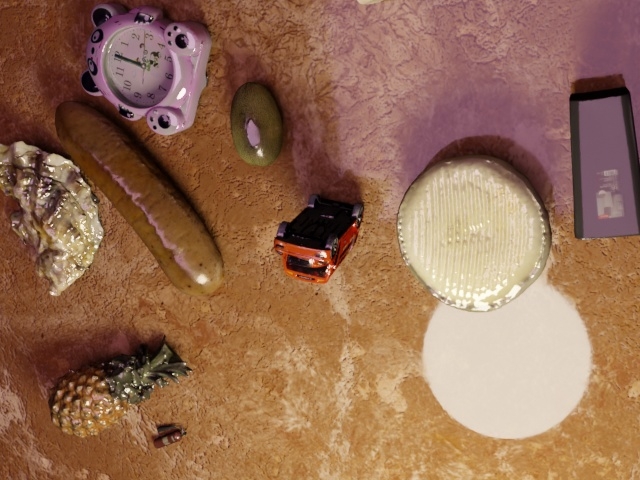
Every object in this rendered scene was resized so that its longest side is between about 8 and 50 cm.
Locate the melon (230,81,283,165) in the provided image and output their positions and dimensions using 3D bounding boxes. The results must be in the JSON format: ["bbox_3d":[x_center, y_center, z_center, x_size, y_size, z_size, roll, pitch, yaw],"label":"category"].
[{"bbox_3d":[-0.123,-0.223,1.535,0.099,0.099,0.162,-3,103,19],"label":"melon"}]

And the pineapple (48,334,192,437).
[{"bbox_3d":[-0.439,0.318,1.787,0.341,0.169,0.169,-26,98,21],"label":"pineapple"}]

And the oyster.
[{"bbox_3d":[-0.603,-0.049,1.739,0.238,0.115,0.351,-5,106,20],"label":"oyster"}]

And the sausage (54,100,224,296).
[{"bbox_3d":[-0.369,-0.095,1.646,0.500,0.123,0.136,51,144,-3],"label":"sausage"}]

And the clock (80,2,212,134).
[{"bbox_3d":[-0.347,-0.345,1.575,0.248,0.090,0.227,22,113,12],"label":"clock"}]

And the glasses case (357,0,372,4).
[{"bbox_3d":[0.047,-0.568,1.340,0.076,0.144,0.336,-20,101,23],"label":"glasses case"}]

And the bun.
[{"bbox_3d":[0.278,-0.021,1.443,0.287,0.146,0.287,5,105,18],"label":"bun"}]

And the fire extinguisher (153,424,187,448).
[{"bbox_3d":[-0.350,0.451,1.872,0.100,0.032,0.046,-26,64,24],"label":"fire extinguisher"}]

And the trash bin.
[{"bbox_3d":[0.475,-0.133,1.334,0.115,0.165,0.225,-4,104,20],"label":"trash bin"}]

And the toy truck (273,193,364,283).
[{"bbox_3d":[0.000,0.000,1.483,0.108,0.252,0.114,14,115,14],"label":"toy truck"}]
